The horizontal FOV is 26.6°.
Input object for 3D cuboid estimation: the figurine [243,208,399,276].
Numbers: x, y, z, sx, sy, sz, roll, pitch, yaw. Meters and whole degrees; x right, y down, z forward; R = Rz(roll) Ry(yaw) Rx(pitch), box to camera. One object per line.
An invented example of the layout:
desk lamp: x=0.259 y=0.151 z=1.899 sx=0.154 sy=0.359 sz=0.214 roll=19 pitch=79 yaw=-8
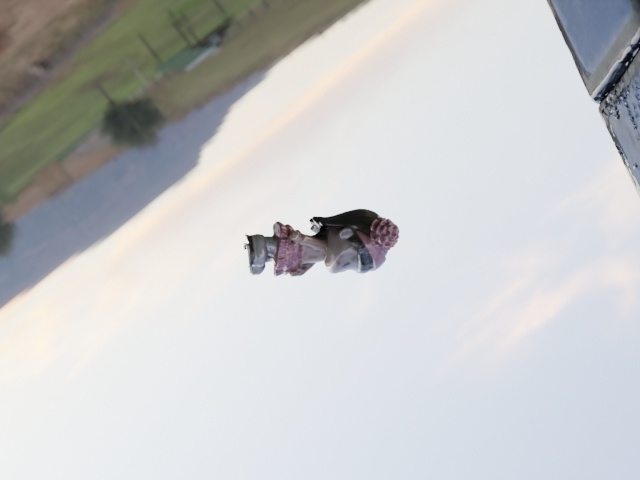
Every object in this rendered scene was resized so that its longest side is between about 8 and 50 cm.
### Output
figurine: x=0.000 y=0.000 z=1.157 sx=0.129 sy=0.054 sz=0.072 roll=-2 pitch=156 yaw=-7

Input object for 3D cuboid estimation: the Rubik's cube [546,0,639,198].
Rubik's cube: x=0.291 y=-0.207 z=0.674 sx=0.304 sy=0.305 sz=0.301 roll=-18 pitch=163 yaw=-15
